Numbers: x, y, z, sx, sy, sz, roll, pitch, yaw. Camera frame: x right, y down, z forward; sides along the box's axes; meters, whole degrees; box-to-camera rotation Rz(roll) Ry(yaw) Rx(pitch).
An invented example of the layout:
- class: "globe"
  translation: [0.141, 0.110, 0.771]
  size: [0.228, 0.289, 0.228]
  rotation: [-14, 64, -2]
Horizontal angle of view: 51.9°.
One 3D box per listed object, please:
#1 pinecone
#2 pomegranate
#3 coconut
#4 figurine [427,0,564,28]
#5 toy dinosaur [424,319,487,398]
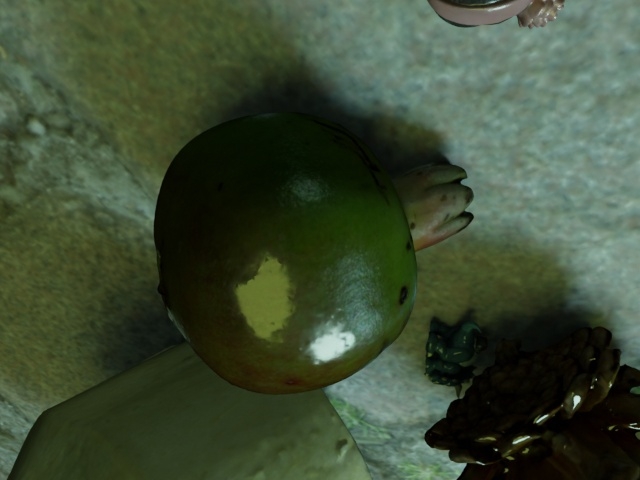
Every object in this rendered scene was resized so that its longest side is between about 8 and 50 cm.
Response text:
- class: "pinecone"
  translation: [0.179, 0.160, 0.493]
  size: [0.179, 0.150, 0.195]
  rotation: [-33, 126, 14]
- class: "pomegranate"
  translation: [0.000, 0.000, 0.417]
  size: [0.209, 0.180, 0.180]
  rotation: [-20, 130, -16]
- class: "coconut"
  translation: [-0.099, 0.234, 0.552]
  size: [0.323, 0.323, 0.323]
  rotation: [7, 130, 8]
- class: "figurine"
  translation: [0.084, -0.167, 0.320]
  size: [0.072, 0.054, 0.129]
  rotation: [-8, 121, 1]
- class: "toy dinosaur"
  translation: [0.110, 0.093, 0.537]
  size: [0.047, 0.030, 0.083]
  rotation: [7, 131, 7]
